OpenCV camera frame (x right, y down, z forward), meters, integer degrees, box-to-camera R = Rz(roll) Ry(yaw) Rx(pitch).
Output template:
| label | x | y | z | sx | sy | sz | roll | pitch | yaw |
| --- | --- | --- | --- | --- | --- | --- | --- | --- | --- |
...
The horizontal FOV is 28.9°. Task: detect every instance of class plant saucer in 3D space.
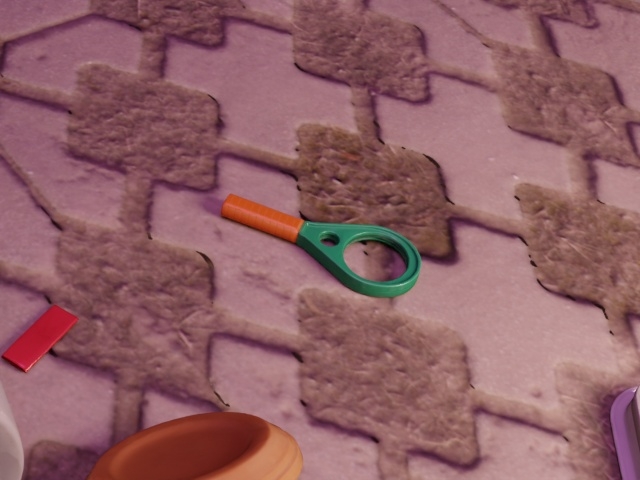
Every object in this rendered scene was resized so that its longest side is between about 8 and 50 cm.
| label | x | y | z | sx | sy | sz | roll | pitch | yaw |
| --- | --- | --- | --- | --- | --- | --- | --- | --- | --- |
| plant saucer | -0.116 | 0.196 | 1.072 | 0.200 | 0.037 | 0.200 | -12 | 14 | 3 |

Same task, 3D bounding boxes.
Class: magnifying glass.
| label | x | y | z | sx | sy | sz | roll | pitch | yaw |
| --- | --- | --- | --- | --- | --- | --- | --- | --- | --- |
| magnifying glass | 0.000 | 0.000 | 1.375 | 0.231 | 0.026 | 0.092 | 22 | 46 | 7 |

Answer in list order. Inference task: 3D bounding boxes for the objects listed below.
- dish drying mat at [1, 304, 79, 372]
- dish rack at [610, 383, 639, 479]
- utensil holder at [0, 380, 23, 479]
| label | x | y | z | sx | sy | sz | roll | pitch | yaw |
| --- | --- | --- | --- | --- | --- | --- | --- | --- | --- |
| dish drying mat | -0.278 | 0.097 | 1.234 | 0.032 | 0.008 | 0.083 | 27 | 46 | 14 |
| dish rack | 0.464 | 0.244 | 1.199 | 0.333 | 0.072 | 0.285 | 5 | 46 | -6 |
| utensil holder | -0.447 | 0.076 | 1.008 | 0.328 | 0.327 | 0.385 | -17 | 55 | -25 |
